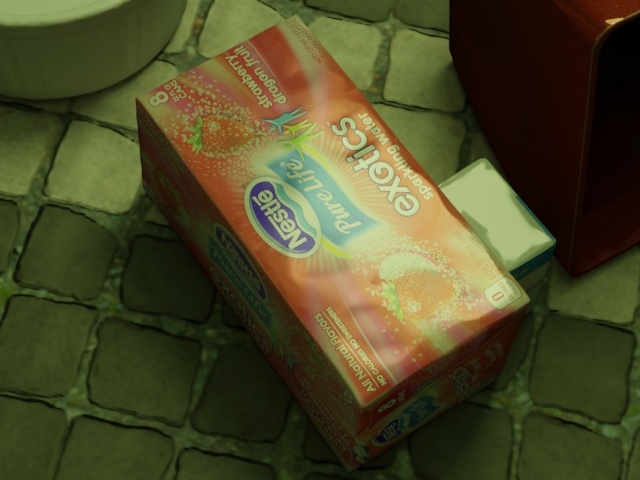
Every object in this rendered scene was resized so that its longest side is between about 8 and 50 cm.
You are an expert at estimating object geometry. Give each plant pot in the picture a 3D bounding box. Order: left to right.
[{"bbox_3d":[0.242,-0.181,1.126,0.267,0.267,0.236,-27,53,-17],"label":"plant pot"}]

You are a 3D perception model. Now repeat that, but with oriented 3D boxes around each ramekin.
[{"bbox_3d":[-0.236,-0.254,1.189,0.277,0.135,0.277,2,61,-3],"label":"ramekin"}]

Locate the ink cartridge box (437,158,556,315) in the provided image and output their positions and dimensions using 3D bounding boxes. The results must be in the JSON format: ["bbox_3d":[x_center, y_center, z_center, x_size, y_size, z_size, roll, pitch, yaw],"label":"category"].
[{"bbox_3d":[0.126,0.009,1.077,0.052,0.122,0.088,-32,67,-15],"label":"ink cartridge box"}]

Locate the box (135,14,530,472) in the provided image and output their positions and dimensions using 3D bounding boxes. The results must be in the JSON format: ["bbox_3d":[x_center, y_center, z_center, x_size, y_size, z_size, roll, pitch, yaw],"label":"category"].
[{"bbox_3d":[0.000,0.000,1.061,0.154,0.142,0.300,-30,67,-17],"label":"box"}]
